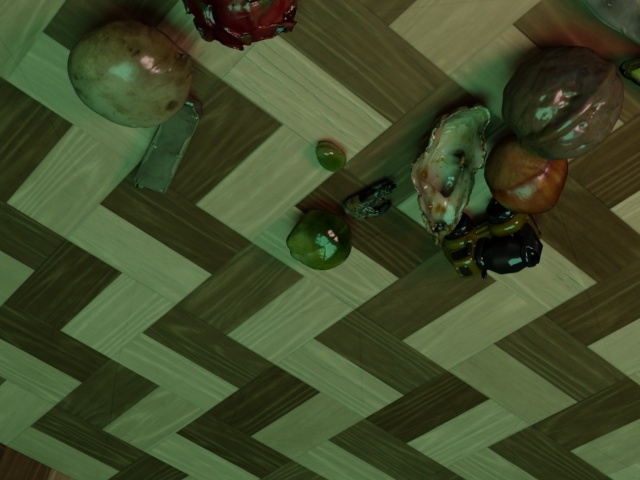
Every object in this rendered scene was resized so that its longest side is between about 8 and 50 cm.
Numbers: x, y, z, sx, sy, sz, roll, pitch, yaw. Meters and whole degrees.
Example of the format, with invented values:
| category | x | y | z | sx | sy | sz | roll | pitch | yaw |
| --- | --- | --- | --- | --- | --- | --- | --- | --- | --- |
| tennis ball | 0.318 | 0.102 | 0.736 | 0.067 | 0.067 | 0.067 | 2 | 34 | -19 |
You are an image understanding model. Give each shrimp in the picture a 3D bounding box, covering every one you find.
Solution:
| category | x | y | z | sx | sy | sz | roll | pitch | yaw |
| --- | --- | --- | --- | --- | --- | --- | --- | --- | --- |
| shrimp | 0.124 | -0.091 | 2.138 | 0.091 | 0.034 | 0.161 | 27 | 140 | -32 |

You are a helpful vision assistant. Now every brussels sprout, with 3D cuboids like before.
| category | x | y | z | sx | sy | sz | roll | pitch | yaw |
| --- | --- | --- | --- | --- | --- | --- | --- | --- | --- |
| brussels sprout | 0.003 | -0.001 | 2.182 | 0.155 | 0.117 | 0.155 | 20 | 137 | 20 |

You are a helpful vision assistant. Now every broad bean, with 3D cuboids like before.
| category | x | y | z | sx | sy | sz | roll | pitch | yaw |
| --- | --- | --- | --- | --- | --- | --- | --- | --- | --- |
| broad bean | 0.023 | -0.181 | 2.055 | 0.063 | 0.045 | 0.083 | -15 | 138 | 24 |

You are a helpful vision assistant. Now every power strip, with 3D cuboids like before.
| category | x | y | z | sx | sy | sz | roll | pitch | yaw |
| --- | --- | --- | --- | --- | --- | --- | --- | --- | --- |
| power strip | -0.333 | -0.212 | 2.076 | 0.080 | 0.048 | 0.286 | 21 | 133 | -15 |

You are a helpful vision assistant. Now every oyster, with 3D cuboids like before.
| category | x | y | z | sx | sy | sz | roll | pitch | yaw |
| --- | --- | --- | --- | --- | --- | --- | --- | --- | --- |
| oyster | 0.272 | -0.147 | 2.004 | 0.166 | 0.110 | 0.341 | -3 | 131 | 4 |

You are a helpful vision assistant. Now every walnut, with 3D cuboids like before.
| category | x | y | z | sx | sy | sz | roll | pitch | yaw |
| --- | --- | --- | --- | --- | --- | --- | --- | --- | --- |
| walnut | 0.456 | -0.259 | 1.788 | 0.224 | 0.224 | 0.224 | 5 | 134 | 5 |

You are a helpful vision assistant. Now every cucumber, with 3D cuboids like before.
| category | x | y | z | sx | sy | sz | roll | pitch | yaw |
| --- | --- | --- | --- | --- | --- | --- | --- | --- | --- |
| cucumber | 0.639 | -0.307 | 1.797 | 0.220 | 0.046 | 0.070 | 21 | 108 | -40 |

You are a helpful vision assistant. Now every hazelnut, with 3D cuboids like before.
| category | x | y | z | sx | sy | sz | roll | pitch | yaw |
| --- | --- | --- | --- | --- | --- | --- | --- | --- | --- |
| hazelnut | 0.428 | -0.144 | 1.930 | 0.182 | 0.182 | 0.182 | 5 | 134 | 5 |

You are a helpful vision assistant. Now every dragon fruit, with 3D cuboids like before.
| category | x | y | z | sx | sy | sz | roll | pitch | yaw |
| --- | --- | --- | --- | --- | --- | --- | --- | --- | --- |
| dragon fruit | -0.130 | -0.453 | 1.725 | 0.274 | 0.193 | 0.192 | -14 | 104 | 20 |

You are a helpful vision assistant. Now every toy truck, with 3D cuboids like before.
| category | x | y | z | sx | sy | sz | roll | pitch | yaw |
| --- | --- | --- | --- | --- | --- | --- | --- | --- | --- |
| toy truck | 0.378 | 0.017 | 2.103 | 0.224 | 0.165 | 0.147 | -18 | 129 | 25 |

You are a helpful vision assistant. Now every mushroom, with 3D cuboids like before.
| category | x | y | z | sx | sy | sz | roll | pitch | yaw |
| --- | --- | --- | --- | --- | --- | --- | --- | --- | --- |
| mushroom | 0.579 | -0.415 | 1.706 | 0.351 | 0.097 | 0.109 | 29 | 134 | -24 |
| mushroom | -0.370 | -0.331 | 1.871 | 0.255 | 0.184 | 0.255 | 2 | 133 | 2 |
